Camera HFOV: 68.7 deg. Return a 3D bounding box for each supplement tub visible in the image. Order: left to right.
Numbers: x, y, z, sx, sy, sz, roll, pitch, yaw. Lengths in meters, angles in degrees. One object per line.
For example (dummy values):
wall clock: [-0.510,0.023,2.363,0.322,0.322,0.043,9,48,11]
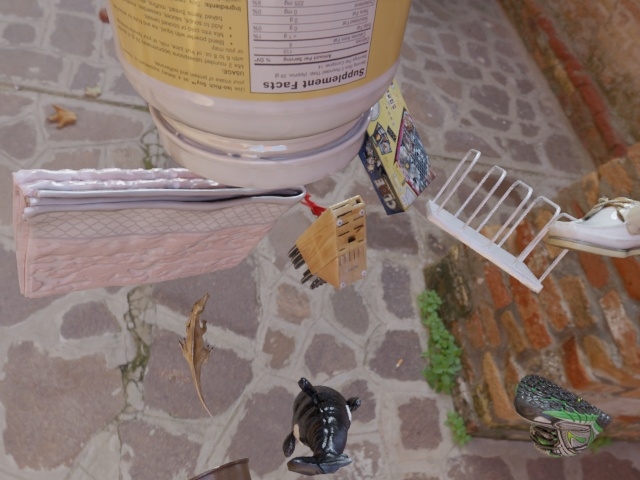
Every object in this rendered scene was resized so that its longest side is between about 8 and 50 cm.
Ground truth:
supplement tub: [-0.043,-0.227,0.343,0.241,0.331,0.240,3,48,-3]

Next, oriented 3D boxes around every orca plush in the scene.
orca plush: [-0.024,0.280,0.760,0.151,0.287,0.102,-32,89,9]

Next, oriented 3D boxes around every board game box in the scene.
board game box: [0.130,-0.192,0.898,0.165,0.042,0.243,-43,112,-43]

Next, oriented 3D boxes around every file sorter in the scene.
file sorter: [0.399,-0.054,1.037,0.278,0.173,0.193,35,18,2]

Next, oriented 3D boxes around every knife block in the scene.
knife block: [0.000,0.000,1.119,0.088,0.275,0.242,-25,36,-30]

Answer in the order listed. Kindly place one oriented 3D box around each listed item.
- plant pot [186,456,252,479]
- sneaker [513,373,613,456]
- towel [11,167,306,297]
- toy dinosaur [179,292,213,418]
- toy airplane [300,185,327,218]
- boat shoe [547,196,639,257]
plant pot: [-0.174,0.491,0.802,0.167,0.167,0.165,-12,59,-28]
sneaker: [0.494,0.384,0.969,0.344,0.146,0.134,31,0,-38]
towel: [-0.223,-0.003,0.642,0.332,0.317,0.053,-6,71,-32]
toy dinosaur: [-0.192,0.172,0.716,0.053,0.093,0.182,-2,88,-13]
toy airplane: [-0.025,-0.106,1.340,0.151,0.151,0.028,36,70,7]
boat shoe: [0.518,-0.026,0.830,0.303,0.103,0.113,1,11,-30]
